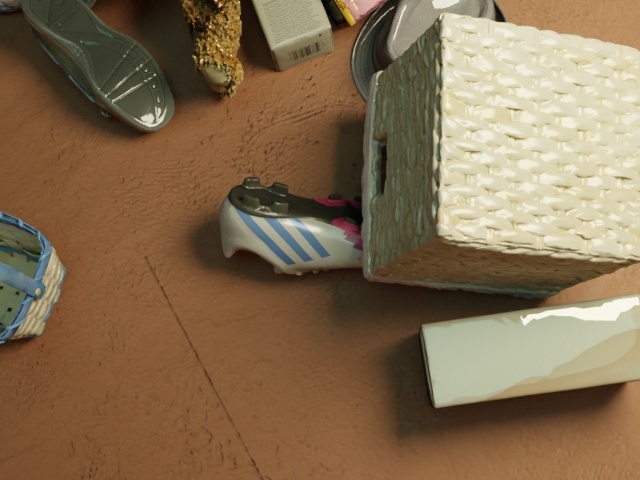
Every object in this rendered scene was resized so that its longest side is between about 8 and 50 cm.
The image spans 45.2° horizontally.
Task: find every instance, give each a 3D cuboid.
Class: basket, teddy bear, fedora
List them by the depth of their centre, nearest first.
[{"bbox_3d":[0.254,-0.103,1.084,0.331,0.266,0.328,7,78,-16],"label":"basket"},{"bbox_3d":[-0.540,0.042,1.164,0.255,0.289,0.201,16,81,7],"label":"basket"},{"bbox_3d":[-0.170,-0.397,1.243,0.113,0.245,0.338,-10,80,-4],"label":"teddy bear"},{"bbox_3d":[0.182,-0.328,1.251,0.275,0.124,0.243,-36,77,-2],"label":"fedora"}]

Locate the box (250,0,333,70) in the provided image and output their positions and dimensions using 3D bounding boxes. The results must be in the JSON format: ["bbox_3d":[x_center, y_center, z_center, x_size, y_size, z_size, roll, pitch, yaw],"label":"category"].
[{"bbox_3d":[-0.074,-0.441,1.314,0.113,0.094,0.275,-19,77,1],"label":"box"}]

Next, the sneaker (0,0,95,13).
[{"bbox_3d":[-0.519,-0.453,1.366,0.237,0.086,0.085,3,81,8],"label":"sneaker"}]

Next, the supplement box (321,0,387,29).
[{"bbox_3d":[0.095,-0.440,1.280,0.188,0.104,0.081,-36,106,-1],"label":"supplement box"}]

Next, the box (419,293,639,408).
[{"bbox_3d":[0.306,0.165,1.131,0.311,0.148,0.121,-9,79,5],"label":"box"}]

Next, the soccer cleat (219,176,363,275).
[{"bbox_3d":[0.000,0.000,1.224,0.331,0.116,0.143,14,124,-7],"label":"soccer cleat"}]

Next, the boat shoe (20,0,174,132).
[{"bbox_3d":[-0.380,-0.302,1.318,0.320,0.103,0.118,41,67,0],"label":"boat shoe"}]
